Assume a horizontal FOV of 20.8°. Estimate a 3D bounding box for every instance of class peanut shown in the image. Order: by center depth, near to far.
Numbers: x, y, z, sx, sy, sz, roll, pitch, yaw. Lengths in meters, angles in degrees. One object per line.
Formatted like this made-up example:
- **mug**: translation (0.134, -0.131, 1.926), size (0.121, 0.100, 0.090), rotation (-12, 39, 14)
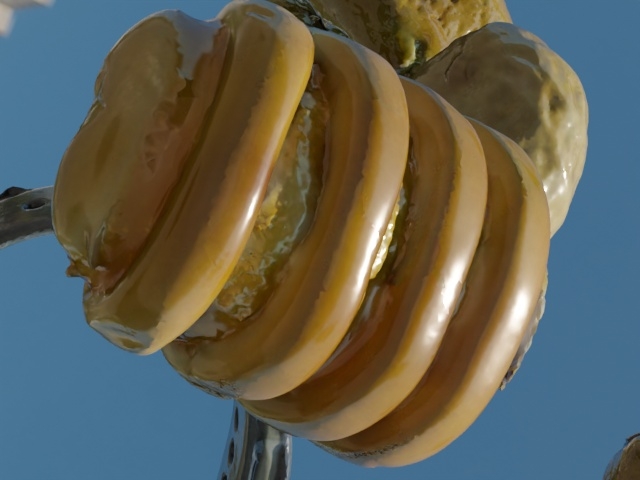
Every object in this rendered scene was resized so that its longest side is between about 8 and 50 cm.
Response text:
- **peanut**: translation (0.091, -0.050, 1.021), size (0.140, 0.109, 0.159), rotation (27, -72, 40)

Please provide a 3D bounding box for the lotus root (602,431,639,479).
- **lotus root**: translation (0.273, 0.229, 1.248), size (0.125, 0.118, 0.221), rotation (-48, -135, 41)

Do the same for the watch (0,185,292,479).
- **watch**: translation (-0.100, 0.080, 0.736), size (0.193, 0.206, 0.068), rotation (-25, -154, 3)

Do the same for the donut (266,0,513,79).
- **donut**: translation (0.043, -0.146, 1.243), size (0.128, 0.261, 0.208), rotation (-33, -163, -24)

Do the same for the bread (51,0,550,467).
- **bread**: translation (0.000, 0.000, 0.531), size (0.084, 0.177, 0.119), rotation (15, -99, 47)
